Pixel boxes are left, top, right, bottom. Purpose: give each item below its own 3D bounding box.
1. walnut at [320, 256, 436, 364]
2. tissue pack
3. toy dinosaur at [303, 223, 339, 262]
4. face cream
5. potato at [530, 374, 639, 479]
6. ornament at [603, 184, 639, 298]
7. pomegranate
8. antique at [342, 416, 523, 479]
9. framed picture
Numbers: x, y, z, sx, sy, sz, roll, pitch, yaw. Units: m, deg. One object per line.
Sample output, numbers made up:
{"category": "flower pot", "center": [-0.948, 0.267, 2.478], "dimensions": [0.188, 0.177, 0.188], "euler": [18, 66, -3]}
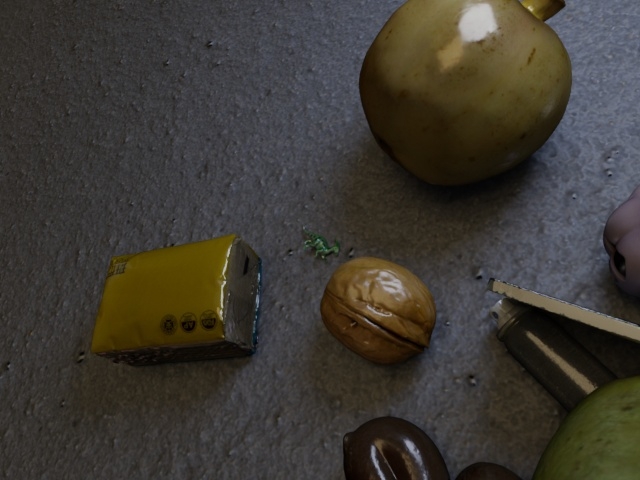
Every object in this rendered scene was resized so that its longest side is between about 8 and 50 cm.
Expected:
{"category": "walnut", "center": [0.084, 0.099, 0.740], "dimensions": [0.180, 0.144, 0.144], "euler": [35, 83, 28]}
{"category": "tissue pack", "center": [-0.245, 0.107, 0.880], "dimensions": [0.270, 0.134, 0.192], "euler": [-10, 62, 19]}
{"category": "toy dinosaur", "center": [0.000, 0.000, 0.891], "dimensions": [0.062, 0.021, 0.083], "euler": [-13, 66, 10]}
{"category": "face cream", "center": [0.326, 0.180, 0.631], "dimensions": [0.073, 0.073, 0.283], "euler": [-42, 58, 1]}
{"category": "potato", "center": [0.257, 0.313, 0.450], "dimensions": [0.212, 0.280, 0.330], "euler": [-5, 96, 49]}
{"category": "ornament", "center": [0.441, 0.001, 0.612], "dimensions": [0.177, 0.177, 0.178], "euler": [-10, 63, 20]}
{"category": "pomegranate", "center": [0.214, -0.244, 0.755], "dimensions": [0.319, 0.319, 0.319], "euler": [-10, 63, 20]}
{"category": "antique", "center": [0.138, 0.313, 0.629], "dimensions": [0.256, 0.121, 0.143], "euler": [8, 61, 34]}
{"category": "framed picture", "center": [0.338, 0.099, 0.601], "dimensions": [0.260, 0.189, 0.023], "euler": [19, 93, 31]}
